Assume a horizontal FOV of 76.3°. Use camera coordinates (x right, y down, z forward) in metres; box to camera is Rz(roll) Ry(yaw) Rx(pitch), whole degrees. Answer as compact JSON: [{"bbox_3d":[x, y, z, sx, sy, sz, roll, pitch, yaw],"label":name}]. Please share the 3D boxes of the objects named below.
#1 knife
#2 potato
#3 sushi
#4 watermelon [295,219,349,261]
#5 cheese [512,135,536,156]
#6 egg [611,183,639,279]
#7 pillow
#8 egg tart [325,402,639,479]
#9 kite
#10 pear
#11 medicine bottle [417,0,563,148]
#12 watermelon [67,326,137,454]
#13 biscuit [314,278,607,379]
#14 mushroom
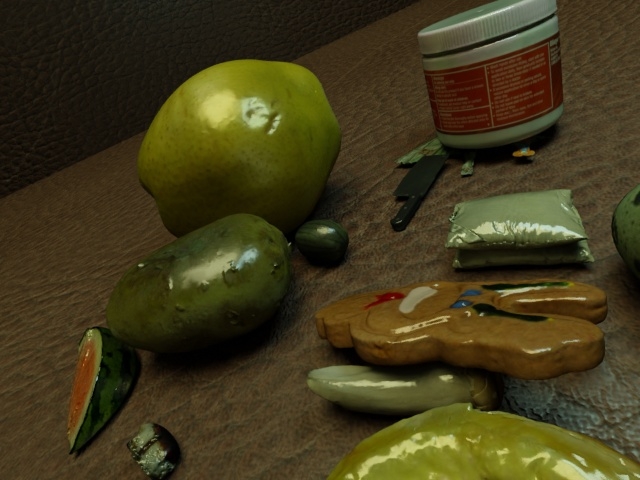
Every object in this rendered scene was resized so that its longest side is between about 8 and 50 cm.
[{"bbox_3d":[0.185,-0.104,0.818,0.072,0.019,0.245,5,44,39],"label":"knife"},{"bbox_3d":[-0.184,0.077,0.647,0.307,0.173,0.210,-24,40,3],"label":"potato"},{"bbox_3d":[-0.211,0.259,0.514,0.083,0.044,0.046,16,50,43],"label":"sushi"},{"bbox_3d":[0.000,0.000,0.733,0.110,0.078,0.078,0,38,41],"label":"watermelon"},{"bbox_3d":[0.402,-0.192,0.808,0.047,0.017,0.111,-4,37,27],"label":"cheese"},{"bbox_3d":[0.407,-0.003,0.401,0.176,0.177,0.228,-28,16,-9],"label":"egg"},{"bbox_3d":[0.283,-0.020,0.590,0.181,0.078,0.134,-3,37,26],"label":"pillow"},{"bbox_3d":[0.106,0.260,0.252,0.314,0.120,0.315,-17,31,11],"label":"egg tart"},{"bbox_3d":[0.323,-0.213,0.908,0.322,0.013,0.268,-7,35,20],"label":"kite"},{"bbox_3d":[-0.153,-0.170,0.832,0.418,0.363,0.362,-38,35,-16],"label":"pear"},{"bbox_3d":[0.346,-0.342,0.832,0.252,0.241,0.253,-16,27,9],"label":"medicine bottle"},{"bbox_3d":[-0.365,0.219,0.665,0.119,0.063,0.245,-44,39,0],"label":"watermelon"},{"bbox_3d":[0.135,0.086,0.475,0.333,0.047,0.202,-8,8,41],"label":"biscuit"},{"bbox_3d":[0.089,0.159,0.446,0.209,0.071,0.084,-10,1,19],"label":"mushroom"}]
